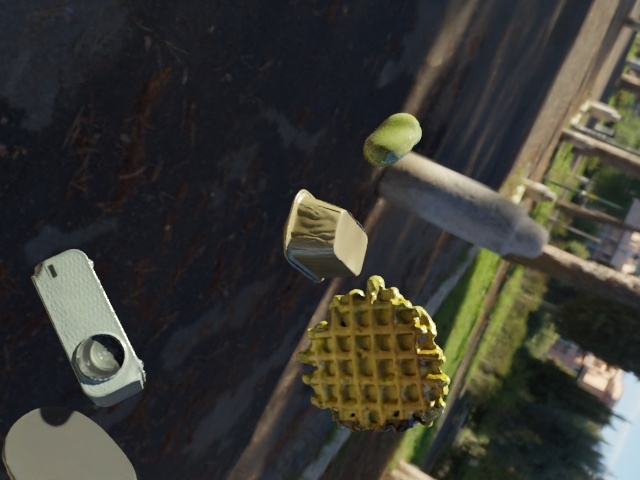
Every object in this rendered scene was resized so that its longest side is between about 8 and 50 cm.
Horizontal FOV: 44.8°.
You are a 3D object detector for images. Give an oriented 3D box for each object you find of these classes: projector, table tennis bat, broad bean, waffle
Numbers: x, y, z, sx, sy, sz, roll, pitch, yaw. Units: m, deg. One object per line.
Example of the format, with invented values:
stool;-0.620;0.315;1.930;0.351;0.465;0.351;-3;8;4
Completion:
projector;-0.399;0.158;1.360;0.108;0.251;0.198;-25;169;-17
table tennis bat;-0.246;0.282;0.860;0.022;0.246;0.138;-49;172;26
broad bean;0.084;-0.117;0.922;0.083;0.063;0.045;-45;133;-31
waffle;0.094;0.238;1.463;0.060;0.307;0.312;1;140;-52

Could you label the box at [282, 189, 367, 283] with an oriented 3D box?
box;0.000;0.000;1.115;0.111;0.111;0.177;-61;153;-8
